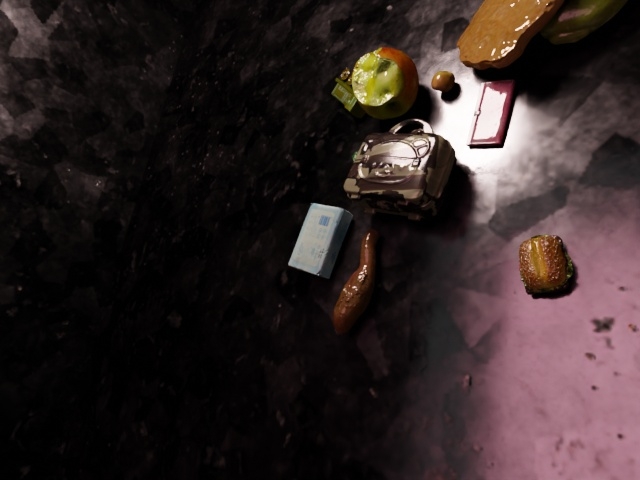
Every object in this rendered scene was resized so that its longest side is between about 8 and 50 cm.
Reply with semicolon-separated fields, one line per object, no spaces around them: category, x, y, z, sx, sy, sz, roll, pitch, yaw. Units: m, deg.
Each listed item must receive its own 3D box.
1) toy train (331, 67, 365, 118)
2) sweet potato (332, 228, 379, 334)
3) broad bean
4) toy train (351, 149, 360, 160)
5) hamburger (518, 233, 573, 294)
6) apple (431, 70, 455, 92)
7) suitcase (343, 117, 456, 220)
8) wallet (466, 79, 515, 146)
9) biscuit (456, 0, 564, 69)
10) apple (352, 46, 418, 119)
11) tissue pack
toy train;0.130;-0.611;2.018;0.137;0.090;0.225;-56;42;19
sweet potato;0.136;0.142;1.673;0.109;0.109;0.386;11;73;42
broad bean;0.801;-0.733;1.495;0.291;0.119;0.238;-44;46;15
toy train;0.157;-0.313;1.900;0.053;0.033;0.083;-42;50;24
hamburger;0.605;0.059;1.328;0.137;0.087;0.166;-14;63;34
apple;0.437;-0.568;1.746;0.084;0.083;0.071;33;122;43
suitcase;0.285;-0.246;1.661;0.351;0.194;0.339;11;72;41
wallet;0.564;-0.419;1.617;0.119;0.025;0.232;7;77;41
biscuit;0.607;-0.733;1.609;0.365;0.062;0.385;-52;26;14
apple;0.238;-0.570;1.800;0.246;0.246;0.227;-14;65;35
tissue pack;0.000;0.000;1.856;0.177;0.089;0.264;14;83;43
